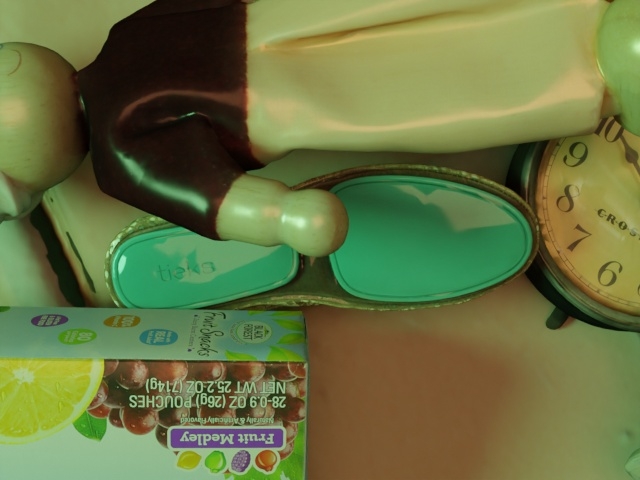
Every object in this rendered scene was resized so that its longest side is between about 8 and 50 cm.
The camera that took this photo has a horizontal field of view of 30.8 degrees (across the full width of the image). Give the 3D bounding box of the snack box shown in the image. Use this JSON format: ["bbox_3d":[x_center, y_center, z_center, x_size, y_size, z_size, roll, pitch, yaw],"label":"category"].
[{"bbox_3d":[-0.110,0.121,0.530,0.207,0.070,0.174,2,107,-2],"label":"snack box"}]

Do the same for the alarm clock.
[{"bbox_3d":[0.169,-0.035,0.582,0.129,0.064,0.192,32,88,0],"label":"alarm clock"}]

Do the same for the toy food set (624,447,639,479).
[{"bbox_3d":[0.323,0.055,0.583,0.220,0.092,0.306,37,77,0],"label":"toy food set"}]

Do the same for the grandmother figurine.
[{"bbox_3d":[-0.031,-0.076,0.528,0.342,0.208,0.104,-10,124,3],"label":"grandmother figurine"}]

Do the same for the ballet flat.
[{"bbox_3d":[0.000,0.000,0.566,0.206,0.067,0.073,-3,96,4],"label":"ballet flat"}]
